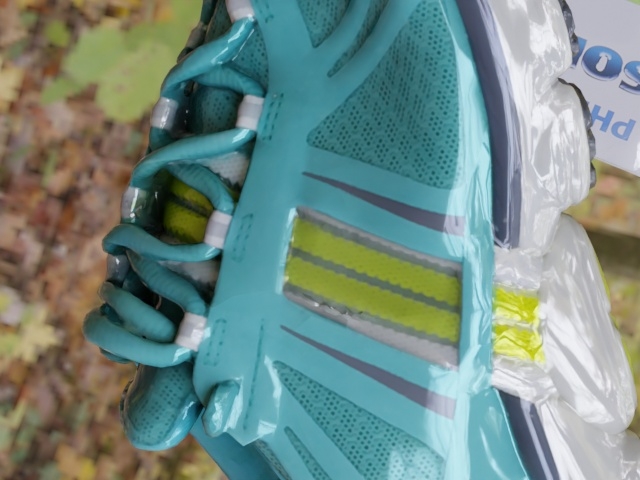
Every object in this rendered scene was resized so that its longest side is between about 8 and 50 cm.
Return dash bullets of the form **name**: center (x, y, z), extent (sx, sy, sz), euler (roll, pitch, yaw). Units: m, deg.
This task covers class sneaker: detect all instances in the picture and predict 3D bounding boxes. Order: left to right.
- **sneaker**: center (0.000, 0.000, 0.413), extent (0.110, 0.107, 0.275), euler (-17, 98, -14)

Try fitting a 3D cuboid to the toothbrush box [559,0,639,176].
- **toothbrush box**: center (0.088, -0.156, 0.908), extent (0.283, 0.206, 0.122), euler (-60, 172, -67)
